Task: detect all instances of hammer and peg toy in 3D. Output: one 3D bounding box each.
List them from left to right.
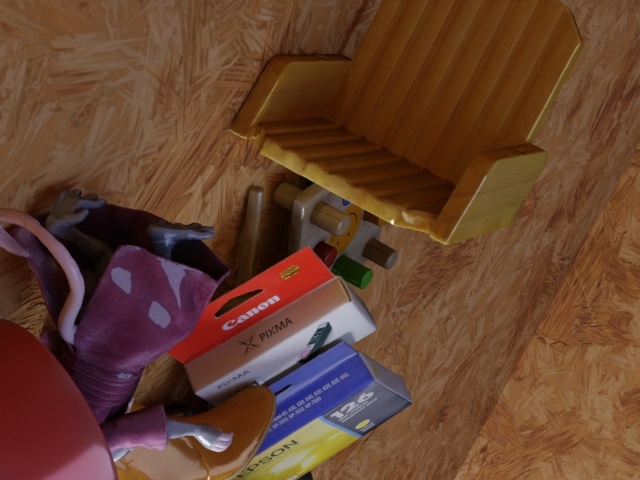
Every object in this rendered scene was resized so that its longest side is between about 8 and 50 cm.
[{"bbox_3d":[0.000,0.000,1.840,0.361,0.127,0.265,-38,148,-42],"label":"hammer and peg toy"}]

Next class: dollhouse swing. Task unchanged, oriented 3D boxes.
[{"bbox_3d":[0.134,-0.217,1.586,0.315,0.347,0.304,-14,130,-59],"label":"dollhouse swing"}]

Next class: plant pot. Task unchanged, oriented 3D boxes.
[{"bbox_3d":[-0.383,0.253,1.233,0.243,0.275,0.274,-28,142,-35],"label":"plant pot"}]

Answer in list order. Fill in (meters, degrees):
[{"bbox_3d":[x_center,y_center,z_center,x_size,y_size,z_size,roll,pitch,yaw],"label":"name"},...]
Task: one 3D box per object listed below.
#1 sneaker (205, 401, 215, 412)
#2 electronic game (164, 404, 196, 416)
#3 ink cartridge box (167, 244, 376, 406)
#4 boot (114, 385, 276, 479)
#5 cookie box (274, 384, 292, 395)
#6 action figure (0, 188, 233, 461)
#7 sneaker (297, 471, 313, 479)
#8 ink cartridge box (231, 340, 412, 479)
[{"bbox_3d":[-0.142,0.303,1.955,0.161,0.075,0.057,88,26,-48],"label":"sneaker"},{"bbox_3d":[-0.264,0.352,1.812,0.229,0.048,0.229,-45,152,-32],"label":"electronic game"},{"bbox_3d":[-0.078,0.139,1.744,0.275,0.060,0.239,-31,150,7],"label":"ink cartridge box"},{"bbox_3d":[-0.210,0.276,1.687,0.295,0.104,0.211,-47,130,-13],"label":"boot"},{"bbox_3d":[-0.052,0.212,2.087,0.107,0.040,0.091,-45,154,-30],"label":"cookie box"},{"bbox_3d":[-0.247,0.144,1.364,0.276,0.248,0.370,-13,125,-59],"label":"action figure"},{"bbox_3d":[-0.143,0.500,2.176,0.286,0.109,0.130,-51,139,-16],"label":"sneaker"},{"bbox_3d":[-0.025,0.296,1.925,0.304,0.072,0.307,-33,157,9],"label":"ink cartridge box"}]
